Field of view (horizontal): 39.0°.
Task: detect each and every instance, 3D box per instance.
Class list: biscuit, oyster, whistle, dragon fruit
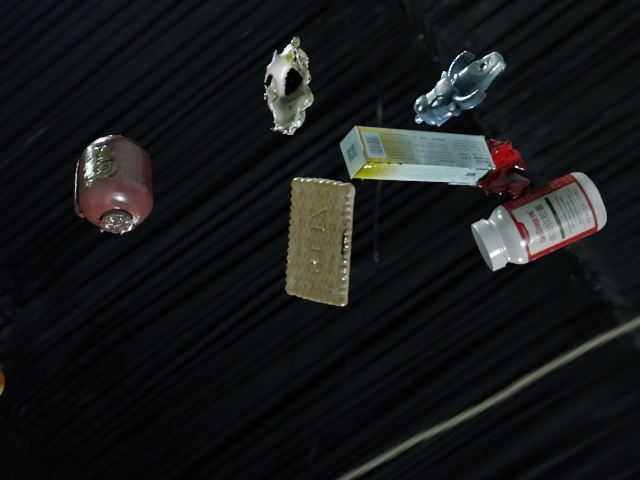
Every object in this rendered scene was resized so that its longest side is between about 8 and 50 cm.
[{"bbox_3d":[0.000,0.000,2.366,0.044,0.217,0.325,-5,-80,-47],"label":"biscuit"},{"bbox_3d":[-0.053,-0.294,1.778,0.072,0.133,0.209,16,-143,-39],"label":"oyster"},{"bbox_3d":[0.339,-0.371,2.231,0.093,0.269,0.180,32,-146,-31],"label":"whistle"},{"bbox_3d":[0.383,-0.164,1.942,0.192,0.122,0.092,24,-155,-38],"label":"dragon fruit"}]

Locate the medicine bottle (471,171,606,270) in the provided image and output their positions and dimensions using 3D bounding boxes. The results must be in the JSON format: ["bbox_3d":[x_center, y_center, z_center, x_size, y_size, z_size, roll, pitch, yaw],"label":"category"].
[{"bbox_3d":[0.443,-0.036,1.842,0.131,0.250,0.131,-24,-90,-89],"label":"medicine bottle"}]

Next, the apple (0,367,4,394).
[{"bbox_3d":[-0.865,0.360,2.292,0.126,0.126,0.102,57,-158,12],"label":"apple"}]

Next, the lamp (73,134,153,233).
[{"bbox_3d":[-0.475,-0.134,2.072,0.180,0.180,0.258,45,-154,-49],"label":"lamp"}]

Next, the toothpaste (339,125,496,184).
[{"bbox_3d":[0.190,-0.160,1.706,0.312,0.071,0.089,0,-120,-32],"label":"toothpaste"}]
